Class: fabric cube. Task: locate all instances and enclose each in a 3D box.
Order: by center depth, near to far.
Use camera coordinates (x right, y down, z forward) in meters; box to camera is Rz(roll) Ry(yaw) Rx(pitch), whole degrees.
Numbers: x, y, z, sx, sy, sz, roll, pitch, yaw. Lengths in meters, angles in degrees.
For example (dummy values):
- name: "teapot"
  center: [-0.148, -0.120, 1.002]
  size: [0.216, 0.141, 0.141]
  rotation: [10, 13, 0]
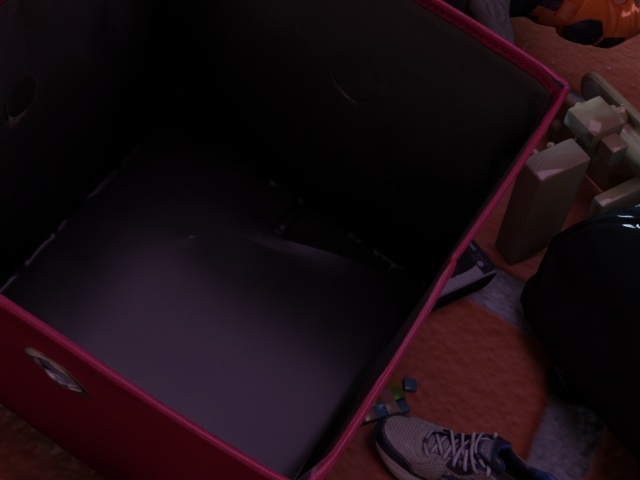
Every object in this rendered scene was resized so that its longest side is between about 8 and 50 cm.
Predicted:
- name: "fabric cube"
  center: [-0.064, -0.001, 0.537]
  size: [0.254, 0.258, 0.259]
  rotation: [34, 62, 6]

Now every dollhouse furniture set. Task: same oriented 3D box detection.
- name: "dollhouse furniture set"
  center: [0.199, -0.077, 0.827]
  size: [0.151, 0.144, 0.123]
  rotation: [-24, 59, -18]

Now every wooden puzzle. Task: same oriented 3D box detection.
- name: "wooden puzzle"
  center: [0.034, 0.108, 0.688]
  size: [0.083, 0.006, 0.049]
  rotation: [-10, 58, -28]

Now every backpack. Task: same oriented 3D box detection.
- name: "backpack"
  center: [0.389, 0.066, 0.719]
  size: [0.355, 0.273, 0.290]
  rotation: [10, 31, -30]

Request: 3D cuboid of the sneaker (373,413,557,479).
- name: "sneaker"
  center: [0.103, 0.149, 0.648]
  size: [0.135, 0.058, 0.052]
  rotation: [25, 48, 0]

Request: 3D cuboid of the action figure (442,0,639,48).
- name: "action figure"
  center: [0.180, -0.292, 0.952]
  size: [0.330, 0.179, 0.341]
  rotation: [-7, 53, -26]

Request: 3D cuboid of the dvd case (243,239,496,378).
- name: "dvd case"
  center: [0.000, 0.000, 0.746]
  size: [0.238, 0.030, 0.179]
  rotation: [-20, 63, -32]
